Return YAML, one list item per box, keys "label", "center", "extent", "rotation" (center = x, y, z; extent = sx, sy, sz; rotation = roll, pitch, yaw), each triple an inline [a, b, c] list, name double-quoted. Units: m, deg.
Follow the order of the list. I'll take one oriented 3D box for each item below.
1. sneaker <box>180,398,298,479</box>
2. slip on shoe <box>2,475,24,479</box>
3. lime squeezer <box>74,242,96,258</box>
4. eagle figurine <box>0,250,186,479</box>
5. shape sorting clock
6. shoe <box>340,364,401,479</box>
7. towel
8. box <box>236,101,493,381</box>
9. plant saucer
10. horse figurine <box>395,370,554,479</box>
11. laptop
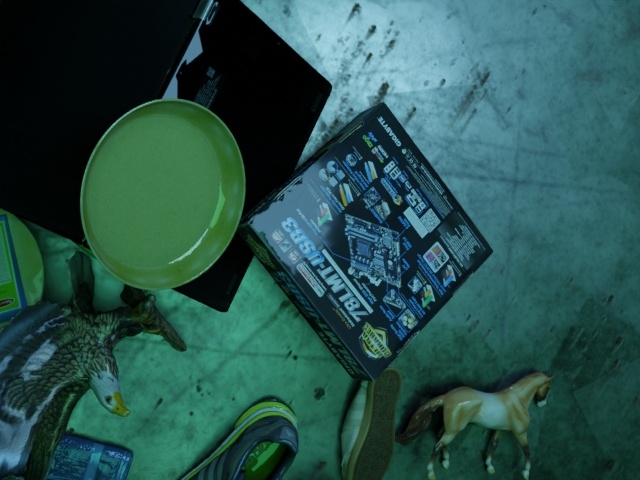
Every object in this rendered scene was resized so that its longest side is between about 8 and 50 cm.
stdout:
- label: "sneaker"
  center: [-0.139, 0.369, 1.175]
  extent: [0.111, 0.121, 0.300]
  rotation: [38, 86, -12]
- label: "slip on shoe"
  center: [-0.419, 0.394, 1.123]
  extent: [0.331, 0.123, 0.101]
  rotation: [19, 96, -17]
- label: "lime squeezer"
  center: [-0.371, -0.070, 1.136]
  extent: [0.110, 0.058, 0.311]
  rotation: [-27, 101, -42]
- label: "eagle figurine"
  center: [-0.333, 0.177, 1.063]
  extent: [0.298, 0.225, 0.226]
  rotation: [-38, 113, -14]
- label: "shape sorting clock"
  center: [-0.469, 0.051, 1.096]
  extent: [0.206, 0.040, 0.206]
  rotation: [-1, 83, 11]
- label: "shoe"
  center: [0.075, 0.292, 1.255]
  extent: [0.076, 0.058, 0.219]
  rotation: [10, 96, -33]
- label: "towel"
  center: [-0.339, 0.325, 1.176]
  extent: [0.119, 0.029, 0.067]
  rotation: [19, 89, -13]
- label: "box"
  center: [0.071, 0.000, 1.179]
  extent: [0.293, 0.073, 0.296]
  rotation: [-44, 103, -22]
- label: "plant saucer"
  center: [-0.199, -0.058, 1.014]
  extent: [0.240, 0.037, 0.241]
  rotation: [-14, 111, -41]
- label: "horse figurine"
  center: [0.251, 0.292, 1.284]
  extent: [0.263, 0.066, 0.175]
  rotation: [6, 99, -15]
- label: "laptop"
  center: [-0.252, -0.165, 1.125]
  extent: [0.408, 0.236, 0.382]
  rotation: [33, 79, -45]
